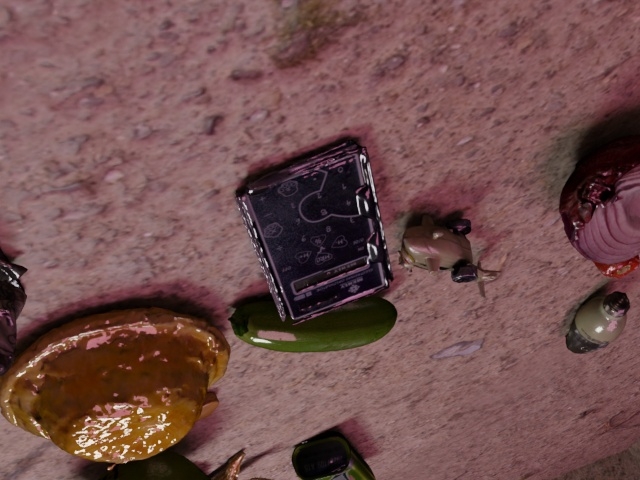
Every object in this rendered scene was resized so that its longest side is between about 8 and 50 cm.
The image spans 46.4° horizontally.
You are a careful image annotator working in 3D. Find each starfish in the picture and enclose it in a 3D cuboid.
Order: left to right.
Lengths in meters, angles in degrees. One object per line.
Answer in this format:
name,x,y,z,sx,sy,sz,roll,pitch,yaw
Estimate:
starfish,-0.214,0.550,1.596,0.301,0.084,0.293,8,137,-36

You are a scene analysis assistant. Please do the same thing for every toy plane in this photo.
toy plane,0.198,0.031,1.116,0.108,0.092,0.286,-20,156,36

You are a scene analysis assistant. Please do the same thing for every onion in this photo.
onion,0.430,-0.080,1.071,0.283,0.120,0.227,12,127,-44

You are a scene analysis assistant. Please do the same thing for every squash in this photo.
squash,0.001,0.126,1.115,0.292,0.082,0.082,1,140,-36

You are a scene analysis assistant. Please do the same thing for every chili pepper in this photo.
chili pepper,0.464,0.004,1.219,0.073,0.123,0.070,-22,161,-20

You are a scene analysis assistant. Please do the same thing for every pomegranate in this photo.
pomegranate,-0.307,0.507,1.340,0.260,0.260,0.341,-12,175,-21

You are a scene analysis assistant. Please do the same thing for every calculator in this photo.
calculator,0.000,0.000,0.939,0.166,0.028,0.274,-23,137,-5

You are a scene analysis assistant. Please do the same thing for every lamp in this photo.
lamp,0.595,0.183,1.611,0.101,0.101,0.250,-16,153,-14

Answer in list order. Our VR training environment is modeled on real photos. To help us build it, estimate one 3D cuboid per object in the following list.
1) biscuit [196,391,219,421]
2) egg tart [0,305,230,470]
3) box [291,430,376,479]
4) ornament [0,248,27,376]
biscuit,-0.287,0.297,1.217,0.236,0.040,0.144,-26,143,-4
egg tart,-0.265,0.212,1.012,0.319,0.128,0.319,-18,145,-13
box,0.040,0.545,1.751,0.134,0.097,0.345,-25,149,0
ornament,-0.360,0.109,0.726,0.166,0.196,0.153,-18,149,-14
